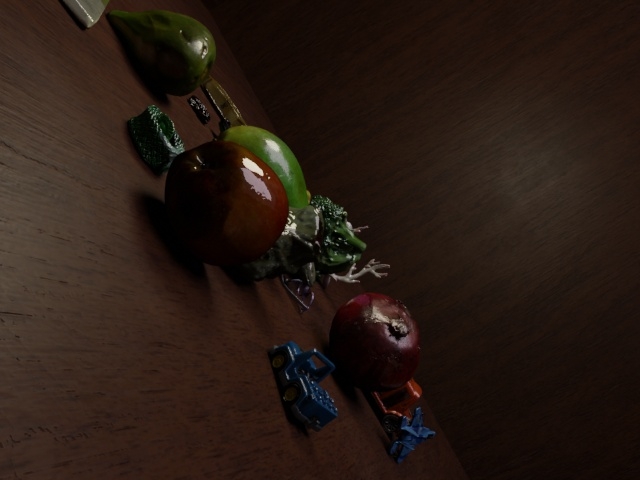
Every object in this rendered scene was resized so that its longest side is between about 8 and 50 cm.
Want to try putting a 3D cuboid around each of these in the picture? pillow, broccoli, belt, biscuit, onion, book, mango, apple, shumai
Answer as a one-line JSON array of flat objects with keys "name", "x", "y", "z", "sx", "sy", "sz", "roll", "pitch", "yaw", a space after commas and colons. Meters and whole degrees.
[{"name": "pillow", "x": -0.056, "y": 0.012, "z": 1.819, "sx": 0.093, "sy": 0.051, "sz": 0.241, "roll": 107, "pitch": -33, "yaw": -86}, {"name": "broccoli", "x": 0.000, "y": 0.000, "z": 1.988, "sx": 0.245, "sy": 0.294, "sz": 0.265, "roll": 24, "pitch": 50, "yaw": -19}, {"name": "belt", "x": -0.314, "y": -0.203, "z": 1.314, "sx": 0.121, "sy": 0.079, "sz": 0.151, "roll": 54, "pitch": 10, "yaw": -39}, {"name": "biscuit", "x": -0.361, "y": -0.392, "z": 1.975, "sx": 0.087, "sy": 0.027, "sz": 0.089, "roll": 63, "pitch": 7, "yaw": 35}, {"name": "onion", "x": 0.151, "y": 0.276, "z": 1.814, "sx": 0.276, "sy": 0.276, "sz": 0.276, "roll": 58, "pitch": 7, "yaw": -12}, {"name": "book", "x": -0.561, "y": -0.605, "z": 1.451, "sx": 0.239, "sy": 0.035, "sz": 0.352, "roll": 53, "pitch": 10, "yaw": -29}, {"name": "mango", "x": -0.132, "y": -0.111, "z": 1.630, "sx": 0.382, "sy": 0.201, "sz": 0.225, "roll": 57, "pitch": 49, "yaw": -20}, {"name": "apple", "x": -0.174, "y": -0.070, "z": 1.193, "sx": 0.230, "sy": 0.229, "sz": 0.230, "roll": 58, "pitch": 7, "yaw": -12}, {"name": "shumai", "x": -0.116, "y": -0.041, "z": 1.431, "sx": 0.261, "sy": 0.221, "sz": 0.225, "roll": 49, "pitch": 13, "yaw": -55}]

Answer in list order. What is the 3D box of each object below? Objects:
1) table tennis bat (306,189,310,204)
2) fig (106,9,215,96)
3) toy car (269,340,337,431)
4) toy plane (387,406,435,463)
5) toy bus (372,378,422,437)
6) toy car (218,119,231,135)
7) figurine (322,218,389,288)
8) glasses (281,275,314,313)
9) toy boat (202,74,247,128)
[{"name": "table tennis bat", "x": -0.152, "y": -0.172, "z": 1.858, "sx": 0.224, "sy": 0.054, "sz": 0.368, "roll": 26, "pitch": 3, "yaw": -44}, {"name": "fig", "x": -0.402, "y": -0.495, "z": 1.647, "sx": 0.275, "sy": 0.206, "sz": 0.206, "roll": 35, "pitch": 10, "yaw": -6}, {"name": "toy car", "x": -0.023, "y": 0.272, "z": 1.288, "sx": 0.097, "sy": 0.100, "sz": 0.191, "roll": 47, "pitch": 9, "yaw": -43}, {"name": "toy plane", "x": 0.275, "y": 0.559, "z": 1.919, "sx": 0.078, "sy": 0.169, "sz": 0.246, "roll": 20, "pitch": 1, "yaw": 28}, {"name": "toy bus", "x": 0.202, "y": 0.422, "z": 2.014, "sx": 0.329, "sy": 0.153, "sz": 0.143, "roll": 61, "pitch": 9, "yaw": 2}, {"name": "toy car", "x": -0.275, "y": -0.309, "z": 2.080, "sx": 0.165, "sy": 0.062, "sz": 0.071, "roll": 49, "pitch": 11, "yaw": -55}, {"name": "figurine", "x": 0.071, "y": 0.024, "z": 2.351, "sx": 0.206, "sy": 0.284, "sz": 0.316, "roll": 53, "pitch": 21, "yaw": -33}, {"name": "glasses", "x": -0.079, "y": 0.127, "z": 1.797, "sx": 0.103, "sy": 0.063, "sz": 0.140, "roll": 30, "pitch": 20, "yaw": -26}, {"name": "toy boat", "x": -0.342, "y": -0.477, "z": 2.325, "sx": 0.226, "sy": 0.068, "sz": 0.088, "roll": 55, "pitch": 3, "yaw": -7}]
